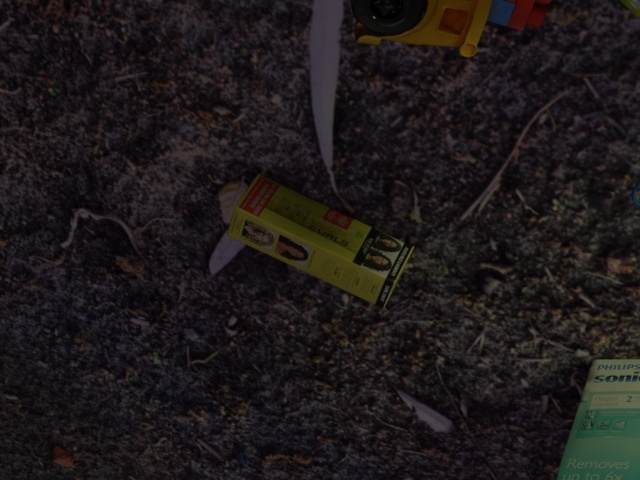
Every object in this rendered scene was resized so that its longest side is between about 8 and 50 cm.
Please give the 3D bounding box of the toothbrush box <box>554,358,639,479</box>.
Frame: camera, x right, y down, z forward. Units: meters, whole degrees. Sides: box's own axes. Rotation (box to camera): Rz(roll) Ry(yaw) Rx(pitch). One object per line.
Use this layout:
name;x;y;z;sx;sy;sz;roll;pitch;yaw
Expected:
toothbrush box;0.420;0.285;1.598;0.216;0.295;0.126;-3;125;30

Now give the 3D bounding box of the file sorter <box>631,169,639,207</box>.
file sorter;0.410;-0.096;1.365;0.118;0.170;0.104;30;137;1

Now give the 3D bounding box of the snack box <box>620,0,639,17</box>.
snack box;0.300;-0.320;1.125;0.174;0.070;0.207;35;129;-23

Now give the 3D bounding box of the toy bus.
toy bus;0.147;-0.303;1.352;0.211;0.149;0.220;13;131;-1

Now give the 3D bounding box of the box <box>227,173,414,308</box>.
box;0.000;0.000;1.717;0.232;0.087;0.058;25;133;7
